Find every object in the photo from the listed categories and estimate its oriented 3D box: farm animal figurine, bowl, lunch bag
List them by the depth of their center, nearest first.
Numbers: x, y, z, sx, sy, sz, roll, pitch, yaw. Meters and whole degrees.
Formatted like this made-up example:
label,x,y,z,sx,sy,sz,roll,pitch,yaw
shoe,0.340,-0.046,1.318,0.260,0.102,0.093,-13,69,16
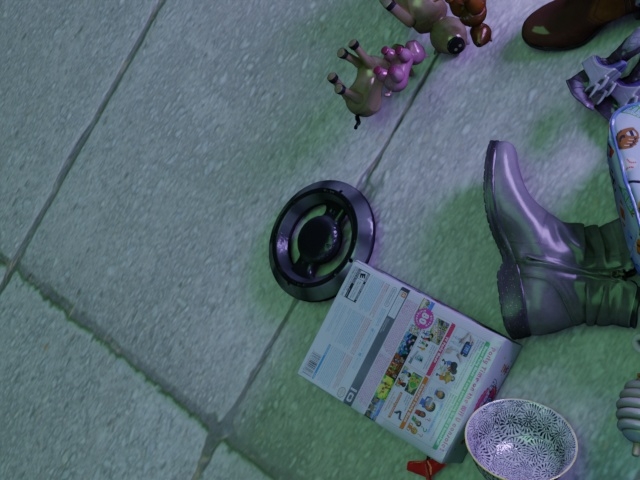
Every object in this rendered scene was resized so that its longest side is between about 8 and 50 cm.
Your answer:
label,x,y,z,sx,sy,sz,roll,pitch,yaw
lunch bag,0.563,-0.076,1.414,0.243,0.115,0.303,-11,65,8
bowl,0.303,0.330,1.476,0.170,0.080,0.170,0,37,0
farm animal figurine,0.169,-0.383,1.705,0.330,0.172,0.327,-29,53,27

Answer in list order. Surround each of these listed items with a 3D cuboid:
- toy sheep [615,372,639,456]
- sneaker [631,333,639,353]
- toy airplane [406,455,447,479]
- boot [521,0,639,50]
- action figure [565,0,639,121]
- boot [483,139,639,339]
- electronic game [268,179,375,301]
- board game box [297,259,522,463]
label,x,y,z,sx,sy,sz,roll,pitch,yaw
toy sheep,0.478,0.254,1.416,0.091,0.091,0.132,9,65,29
sneaker,0.519,0.188,1.375,0.190,0.083,0.071,40,116,55
toy airplane,0.183,0.414,1.562,0.151,0.028,0.151,-7,74,24
boot,0.413,-0.407,1.504,0.264,0.280,0.096,-6,74,26
action figure,0.523,-0.313,1.497,0.285,0.185,0.099,-53,33,24
boot,0.387,-0.014,1.534,0.222,0.118,0.338,-11,79,18
electronic game,0.000,0.000,1.752,0.229,0.048,0.229,-12,68,31
board game box,0.144,0.198,1.600,0.303,0.097,0.224,28,92,32
